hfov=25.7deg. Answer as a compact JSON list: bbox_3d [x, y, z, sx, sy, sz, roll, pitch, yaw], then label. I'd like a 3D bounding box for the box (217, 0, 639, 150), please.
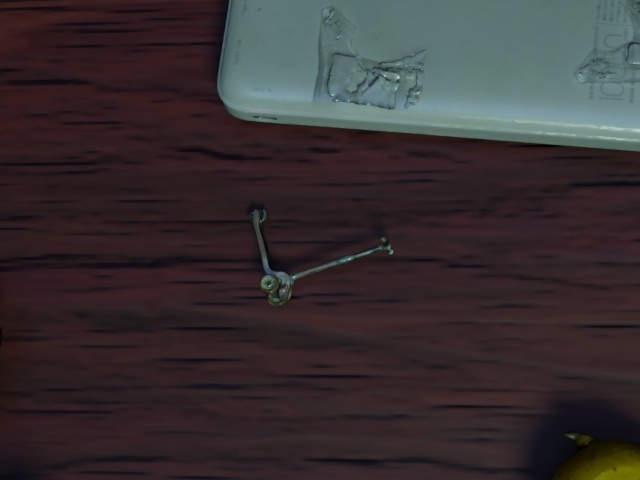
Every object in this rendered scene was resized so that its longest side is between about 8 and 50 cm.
[{"bbox_3d":[0.082,-0.134,0.876,0.285,0.044,0.142,5,77,9],"label":"box"}]

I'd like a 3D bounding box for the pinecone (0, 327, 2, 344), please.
[{"bbox_3d":[-0.263,0.068,0.839,0.140,0.121,0.140,-1,86,8],"label":"pinecone"}]

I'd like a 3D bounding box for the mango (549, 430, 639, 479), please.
[{"bbox_3d":[0.189,0.187,0.783,0.101,0.066,0.187,-36,81,-9],"label":"mango"}]

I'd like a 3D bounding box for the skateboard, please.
[{"bbox_3d":[0.000,0.000,0.866,0.083,0.032,0.064,-16,66,7],"label":"skateboard"}]
